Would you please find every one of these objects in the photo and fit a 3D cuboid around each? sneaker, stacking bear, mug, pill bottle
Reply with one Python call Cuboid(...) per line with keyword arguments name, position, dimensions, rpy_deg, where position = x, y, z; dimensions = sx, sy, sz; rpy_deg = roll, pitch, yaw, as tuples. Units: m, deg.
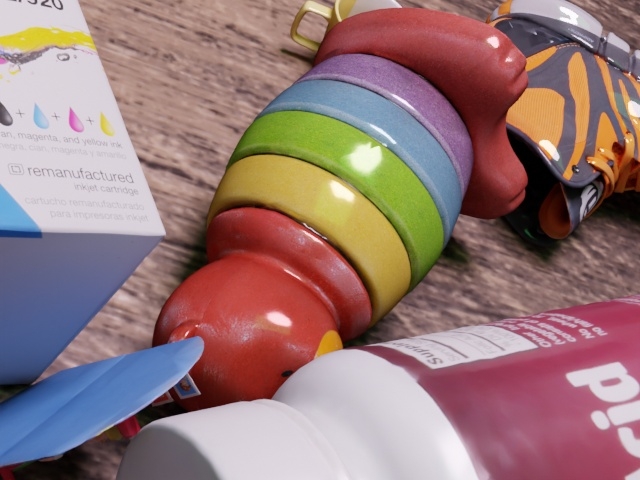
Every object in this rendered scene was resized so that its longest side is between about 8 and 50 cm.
Cuboid(name="sneaker", position=(0.244, -0.051, 1.150), dimensions=(0.321, 0.124, 0.180), rpy_deg=(25, 53, 6))
Cuboid(name="stacking bear", position=(0.000, 0.000, 0.959), dimensions=(0.164, 0.175, 0.289), rpy_deg=(20, 56, 22))
Cuboid(name="mug", position=(0.023, -0.154, 1.137), dimensions=(0.078, 0.064, 0.062), rpy_deg=(43, 50, 8))
Cuboid(name="pill bottle", position=(0.098, 0.158, 0.842), dimensions=(0.392, 0.224, 0.224), rpy_deg=(-9, 61, -31))

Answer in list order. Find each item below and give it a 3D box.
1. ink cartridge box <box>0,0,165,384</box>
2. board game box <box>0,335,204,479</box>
Cuboid(name="ink cartridge box", position=(-0.229, -0.056, 0.852), dimensions=(0.171, 0.168, 0.232), rpy_deg=(2, 55, -42))
Cuboid(name="board game box", position=(-0.136, 0.106, 0.824), dimensions=(0.133, 0.169, 0.033), rpy_deg=(-41, 111, -54))
